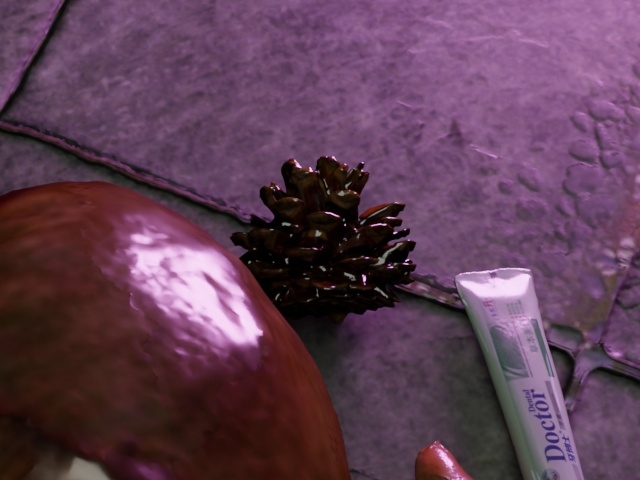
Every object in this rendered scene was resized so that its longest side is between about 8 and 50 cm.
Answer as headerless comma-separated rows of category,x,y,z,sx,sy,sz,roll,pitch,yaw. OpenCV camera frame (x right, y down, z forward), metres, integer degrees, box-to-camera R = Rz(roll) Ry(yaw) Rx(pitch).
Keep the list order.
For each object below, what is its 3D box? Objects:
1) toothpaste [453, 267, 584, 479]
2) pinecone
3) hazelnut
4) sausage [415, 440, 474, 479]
toothpaste,0.153,0.116,1.347,0.064,0.041,0.218,-6,62,-16
pinecone,0.001,0.001,1.345,0.140,0.140,0.120,1,77,1
hazelnut,-0.170,0.177,1.166,0.421,0.353,0.420,-3,84,30
sausage,0.125,0.203,1.309,0.158,0.042,0.036,41,110,19
